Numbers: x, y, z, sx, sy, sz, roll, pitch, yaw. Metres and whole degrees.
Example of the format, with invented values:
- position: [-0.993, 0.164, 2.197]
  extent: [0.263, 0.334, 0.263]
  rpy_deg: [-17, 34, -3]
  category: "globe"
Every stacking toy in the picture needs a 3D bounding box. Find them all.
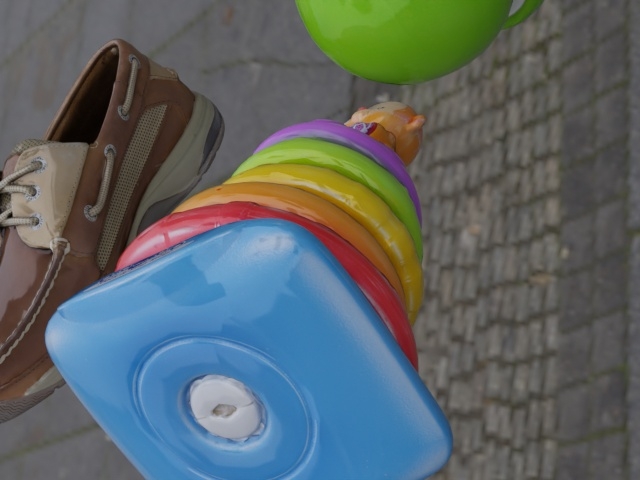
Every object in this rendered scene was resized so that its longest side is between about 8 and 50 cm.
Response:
- position: [0.000, 0.000, 0.885]
  extent: [0.175, 0.166, 0.302]
  rpy_deg: [-23, 22, 33]
  category: "stacking toy"

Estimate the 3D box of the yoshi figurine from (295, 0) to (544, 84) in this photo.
- position: [0.050, -0.207, 0.732]
  extent: [0.362, 0.203, 0.203]
  rpy_deg: [79, 167, -51]
  category: "yoshi figurine"

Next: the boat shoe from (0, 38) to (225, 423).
- position: [-0.182, -0.013, 1.116]
  extent: [0.123, 0.116, 0.324]
  rpy_deg: [-20, 33, 38]
  category: "boat shoe"
